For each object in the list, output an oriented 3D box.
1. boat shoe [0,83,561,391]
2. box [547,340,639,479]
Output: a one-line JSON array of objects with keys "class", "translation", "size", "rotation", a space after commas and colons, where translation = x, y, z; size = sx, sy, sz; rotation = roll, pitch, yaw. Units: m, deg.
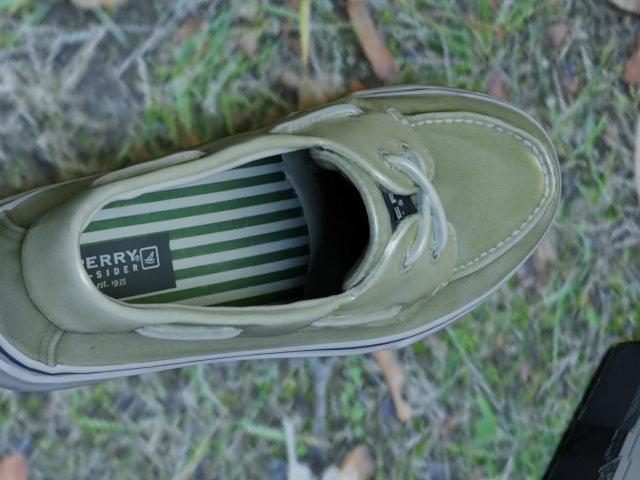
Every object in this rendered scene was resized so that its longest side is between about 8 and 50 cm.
[{"class": "boat shoe", "translation": [0.000, 0.000, 0.754], "size": [0.302, 0.094, 0.109], "rotation": [-17, 93, -39]}, {"class": "box", "translation": [0.208, 0.147, 0.760], "size": [0.076, 0.307, 0.242], "rotation": [48, 57, -27]}]
